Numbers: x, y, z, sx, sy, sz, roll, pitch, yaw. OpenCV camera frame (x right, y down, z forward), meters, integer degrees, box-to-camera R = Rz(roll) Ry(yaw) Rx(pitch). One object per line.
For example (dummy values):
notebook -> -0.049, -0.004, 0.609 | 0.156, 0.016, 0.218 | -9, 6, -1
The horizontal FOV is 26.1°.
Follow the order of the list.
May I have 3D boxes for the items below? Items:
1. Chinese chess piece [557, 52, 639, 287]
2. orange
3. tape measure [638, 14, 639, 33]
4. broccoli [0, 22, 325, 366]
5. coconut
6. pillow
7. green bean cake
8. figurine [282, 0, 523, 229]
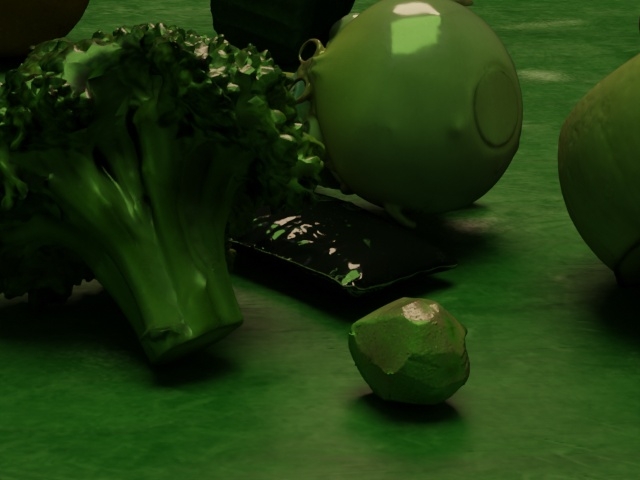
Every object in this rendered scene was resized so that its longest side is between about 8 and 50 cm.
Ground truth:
Chinese chess piece -> 0.362, -0.082, 1.126 | 0.338, 0.140, 0.338 | -16, -19, -5
orange -> -0.438, -0.385, 1.891 | 0.274, 0.274, 0.274 | 2, 20, -1
tape measure -> 0.535, -0.322, 2.044 | 0.125, 0.118, 0.074 | -14, 24, -28
broccoli -> -0.140, -0.045, 1.068 | 0.288, 0.260, 0.235 | -37, 7, 41
coconut -> 0.067, 0.079, 0.975 | 0.081, 0.083, 0.082 | -19, 50, -22
pillow -> 0.000, 0.000, 1.208 | 0.208, 0.055, 0.141 | 23, 26, 39
green bean cake -> -0.045, -0.394, 2.005 | 0.169, 0.300, 0.308 | 19, 65, 8
figurine -> 0.032, -0.104, 1.359 | 0.394, 0.227, 0.274 | 0, -25, 45
